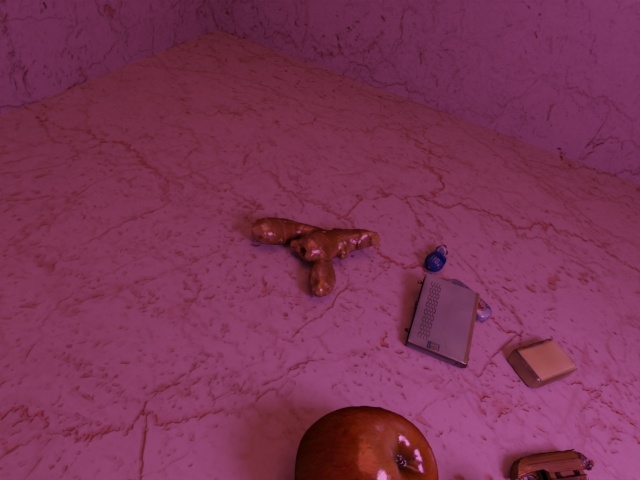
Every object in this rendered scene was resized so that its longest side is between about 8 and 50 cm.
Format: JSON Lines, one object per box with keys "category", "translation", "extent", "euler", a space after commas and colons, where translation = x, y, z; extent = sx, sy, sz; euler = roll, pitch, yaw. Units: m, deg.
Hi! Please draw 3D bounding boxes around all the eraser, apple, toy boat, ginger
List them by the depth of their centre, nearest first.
{"category": "apple", "translation": [0.105, 0.479, 0.932], "extent": [0.310, 0.250, 0.277], "euler": [0, 43, -21]}
{"category": "toy boat", "translation": [0.573, 0.573, 1.112], "extent": [0.226, 0.068, 0.088], "euler": [2, 49, -16]}
{"category": "eraser", "translation": [0.672, 0.373, 1.370], "extent": [0.172, 0.058, 0.117], "euler": [-8, 46, -25]}
{"category": "ginger", "translation": [-0.013, 0.005, 1.541], "extent": [0.363, 0.122, 0.348], "euler": [34, 42, 28]}

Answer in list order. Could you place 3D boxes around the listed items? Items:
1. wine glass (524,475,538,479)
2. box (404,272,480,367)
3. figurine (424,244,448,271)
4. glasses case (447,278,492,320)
{"category": "wine glass", "translation": [0.467, 0.589, 0.784], "extent": [0.310, 0.096, 0.264], "euler": [22, 27, 37]}
{"category": "box", "translation": [0.379, 0.243, 1.405], "extent": [0.211, 0.045, 0.270], "euler": [20, 52, 6]}
{"category": "figurine", "translation": [0.419, 0.061, 1.636], "extent": [0.080, 0.077, 0.136], "euler": [-14, 16, 22]}
{"category": "glasses case", "translation": [0.496, 0.198, 1.519], "extent": [0.067, 0.045, 0.178], "euler": [-23, 54, -34]}
